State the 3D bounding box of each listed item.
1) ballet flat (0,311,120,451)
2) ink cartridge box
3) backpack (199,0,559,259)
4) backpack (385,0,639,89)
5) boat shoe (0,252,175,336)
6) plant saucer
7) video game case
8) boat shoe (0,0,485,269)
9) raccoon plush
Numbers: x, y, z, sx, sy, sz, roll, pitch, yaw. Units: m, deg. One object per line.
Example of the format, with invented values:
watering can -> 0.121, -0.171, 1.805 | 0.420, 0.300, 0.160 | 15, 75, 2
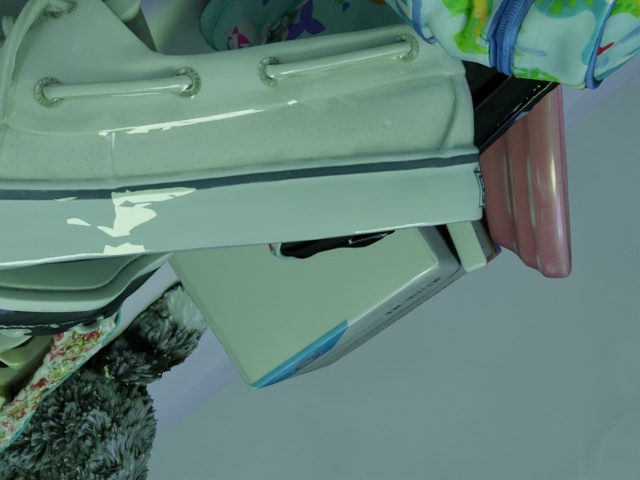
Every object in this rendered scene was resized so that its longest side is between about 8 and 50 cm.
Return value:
ballet flat -> -0.282, 0.114, 1.054 | 0.241, 0.091, 0.077 | -46, 140, 21
ink cartridge box -> 0.000, 0.000, 1.089 | 0.198, 0.197, 0.270 | -35, 170, 10
backpack -> 0.036, -0.110, 0.729 | 0.253, 0.191, 0.225 | -50, 165, 26
backpack -> 0.144, -0.232, 0.459 | 0.356, 0.273, 0.290 | -27, 180, 8
boat shoe -> -0.186, 0.023, 0.776 | 0.091, 0.114, 0.302 | -47, 169, 15
plant saucer -> 0.217, -0.124, 1.217 | 0.084, 0.332, 0.332 | -3, 180, 14
video game case -> 0.136, -0.071, 1.197 | 0.025, 0.204, 0.285 | -23, 177, 12
boat shoe -> -0.104, -0.069, 0.537 | 0.367, 0.156, 0.136 | -5, 180, -8
raccoon plush -> -0.237, 0.296, 1.409 | 0.446, 0.299, 0.216 | -43, 171, 26
